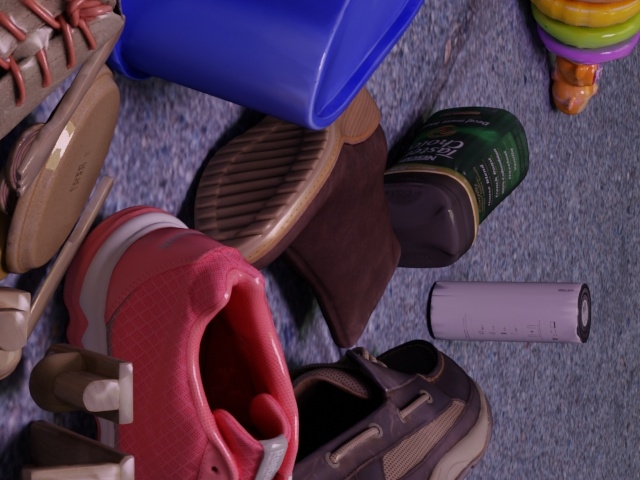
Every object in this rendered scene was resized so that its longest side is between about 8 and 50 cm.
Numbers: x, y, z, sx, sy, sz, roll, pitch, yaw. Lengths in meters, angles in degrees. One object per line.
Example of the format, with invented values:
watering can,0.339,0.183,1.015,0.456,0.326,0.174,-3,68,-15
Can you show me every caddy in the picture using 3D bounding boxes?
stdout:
caddy,-0.023,-0.224,1.144,0.341,0.179,0.241,-54,164,-50

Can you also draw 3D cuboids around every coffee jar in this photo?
coffee jar,0.101,-0.044,1.526,0.184,0.096,0.079,-48,133,-55

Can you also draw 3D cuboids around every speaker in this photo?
speaker,0.167,0.063,1.637,0.055,0.136,0.055,0,90,-69

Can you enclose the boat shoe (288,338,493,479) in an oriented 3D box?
boat shoe,0.037,0.137,1.352,0.130,0.132,0.355,58,17,-11

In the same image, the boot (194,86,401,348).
boot,0.000,0.000,1.314,0.248,0.090,0.207,-64,145,-47

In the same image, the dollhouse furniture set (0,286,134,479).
dollhouse furniture set,-0.192,0.095,0.982,0.151,0.123,0.144,-1,95,-31

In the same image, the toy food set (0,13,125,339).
toy food set,-0.149,-0.038,0.992,0.192,0.038,0.132,107,8,-60

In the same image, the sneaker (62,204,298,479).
sneaker,-0.072,0.140,1.092,0.116,0.136,0.313,-19,109,-37

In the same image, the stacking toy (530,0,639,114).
stacking toy,0.265,-0.237,1.838,0.302,0.166,0.175,89,16,-47

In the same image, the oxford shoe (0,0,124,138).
oxford shoe,-0.170,-0.104,0.878,0.123,0.130,0.348,62,39,-49
